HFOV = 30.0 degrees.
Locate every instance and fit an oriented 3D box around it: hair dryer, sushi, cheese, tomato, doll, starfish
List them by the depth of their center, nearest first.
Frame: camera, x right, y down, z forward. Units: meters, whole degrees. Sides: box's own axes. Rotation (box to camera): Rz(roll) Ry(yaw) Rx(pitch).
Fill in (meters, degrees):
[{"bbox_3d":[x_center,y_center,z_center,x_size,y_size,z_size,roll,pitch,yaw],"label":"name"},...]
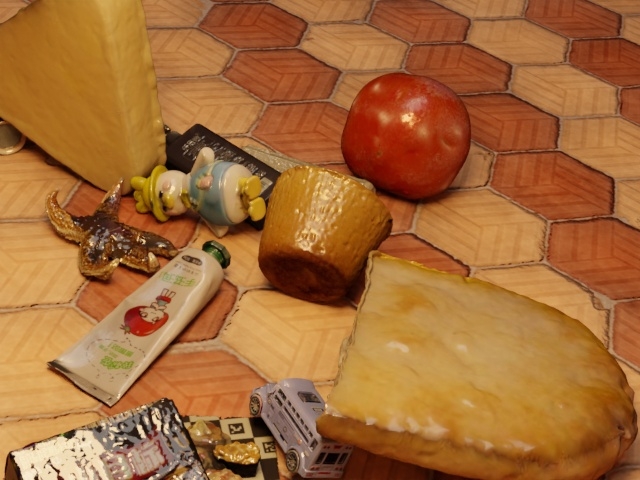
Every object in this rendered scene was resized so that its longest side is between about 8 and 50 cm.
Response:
[{"bbox_3d":[-0.142,0.284,1.527,0.193,0.040,0.210,2,36,-6],"label":"sushi"},{"bbox_3d":[-0.337,-0.015,1.897,0.238,0.071,0.216,24,32,7],"label":"starfish"},{"bbox_3d":[-0.198,-0.076,1.942,0.241,0.135,0.099,0,57,23],"label":"doll"},{"bbox_3d":[-0.395,-0.240,1.998,0.384,0.384,0.104,21,39,19],"label":"cheese"},{"bbox_3d":[0.147,-0.181,2.079,0.232,0.232,0.188,20,41,18],"label":"tomato"},{"bbox_3d":[-0.488,-0.219,2.166,0.255,0.070,0.128,-4,36,-27],"label":"hair dryer"}]

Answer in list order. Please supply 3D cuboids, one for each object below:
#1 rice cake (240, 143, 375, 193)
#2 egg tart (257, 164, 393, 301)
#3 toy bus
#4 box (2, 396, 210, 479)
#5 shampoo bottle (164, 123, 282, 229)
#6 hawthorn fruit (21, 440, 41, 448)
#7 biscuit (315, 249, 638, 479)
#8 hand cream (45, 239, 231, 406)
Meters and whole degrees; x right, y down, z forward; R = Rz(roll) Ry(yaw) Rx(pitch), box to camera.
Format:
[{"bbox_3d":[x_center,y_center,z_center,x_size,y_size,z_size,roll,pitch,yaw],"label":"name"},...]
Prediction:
[{"bbox_3d":[-0.030,-0.110,2.091,0.256,0.052,0.057,18,66,15],"label":"rice cake"},{"bbox_3d":[0.000,0.000,1.824,0.202,0.202,0.147,14,58,10],"label":"egg tart"},{"bbox_3d":[-0.025,0.237,1.568,0.073,0.076,0.167,8,29,-38],"label":"toy bus"},{"bbox_3d":[-0.197,0.346,1.302,0.198,0.084,0.310,-16,65,-29],"label":"box"},{"bbox_3d":[-0.185,-0.129,2.062,0.309,0.071,0.098,33,65,30],"label":"shampoo bottle"},{"bbox_3d":[-0.320,0.295,1.416,0.128,0.128,0.128,5,35,-3],"label":"hawthorn fruit"},{"bbox_3d":[0.219,0.182,1.655,0.446,0.104,0.429,14,28,-4],"label":"biscuit"},{"bbox_3d":[-0.246,0.111,1.744,0.121,0.076,0.336,22,45,23],"label":"hand cream"}]
